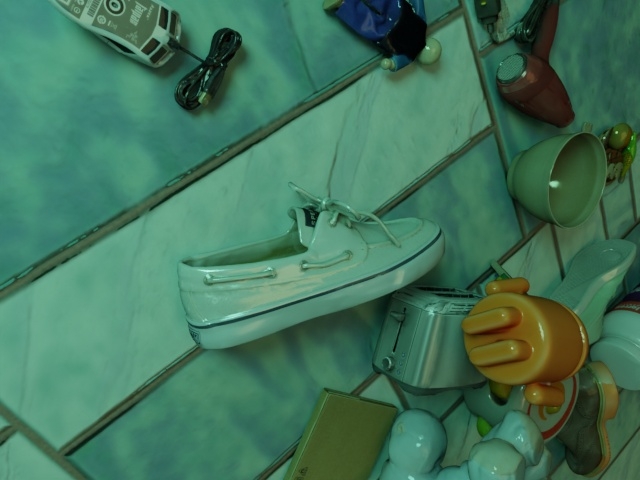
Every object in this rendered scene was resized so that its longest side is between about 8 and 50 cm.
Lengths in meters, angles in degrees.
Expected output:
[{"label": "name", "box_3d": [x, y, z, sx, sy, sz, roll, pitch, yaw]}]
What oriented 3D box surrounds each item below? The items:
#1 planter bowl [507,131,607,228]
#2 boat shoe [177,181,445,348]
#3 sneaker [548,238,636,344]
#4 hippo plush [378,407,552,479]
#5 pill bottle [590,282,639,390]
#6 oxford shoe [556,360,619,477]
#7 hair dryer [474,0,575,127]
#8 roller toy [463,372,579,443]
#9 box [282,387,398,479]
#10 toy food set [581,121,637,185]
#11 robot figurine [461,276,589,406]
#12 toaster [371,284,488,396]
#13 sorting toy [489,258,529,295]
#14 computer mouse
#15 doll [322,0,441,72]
[{"label": "planter bowl", "box_3d": [0.405, -0.109, 0.792, 0.162, 0.109, 0.162, -7, 106, -28]}, {"label": "boat shoe", "box_3d": [-0.005, -0.001, 0.580, 0.367, 0.136, 0.157, -17, 107, -15]}, {"label": "sneaker", "box_3d": [0.589, 0.117, 0.969, 0.256, 0.094, 0.151, -40, 121, -14]}, {"label": "hippo plush", "box_3d": [0.228, 0.404, 0.748, 0.234, 0.236, 0.294, 8, 88, -47]}, {"label": "pill bottle", "box_3d": [0.785, 0.201, 1.048, 0.323, 0.181, 0.182, -30, 115, -21]}, {"label": "oxford shoe", "box_3d": [0.583, 0.424, 1.045, 0.132, 0.130, 0.364, -11, 119, 7]}, {"label": "hair dryer", "box_3d": [0.372, -0.316, 0.740, 0.223, 0.080, 0.294, -35, 117, -19]}, {"label": "roller toy", "box_3d": [0.386, 0.279, 0.855, 0.191, 0.146, 0.209, -23, 112, -24]}, {"label": "box", "box_3d": [0.030, 0.353, 0.740, 0.164, 0.021, 0.201, 25, 88, -33]}, {"label": "toy food set", "box_3d": [0.610, -0.178, 0.936, 0.192, 0.038, 0.132, -2, 103, -30]}, {"label": "robot figurine", "box_3d": [0.295, 0.138, 0.641, 0.219, 0.158, 0.128, 13, 112, -38]}, {"label": "toaster", "box_3d": [0.196, 0.154, 0.726, 0.227, 0.129, 0.146, 7, 96, -33]}, {"label": "sorting toy", "box_3d": [0.370, 0.123, 0.826, 0.046, 0.132, 0.274, -43, 120, 17]}, {"label": "computer mouse", "box_3d": [-0.183, -0.223, 0.464, 0.193, 0.042, 0.106, 26, 93, -38]}, {"label": "doll", "box_3d": [0.098, -0.297, 0.605, 0.189, 0.046, 0.129, 21, 92, -32]}]
